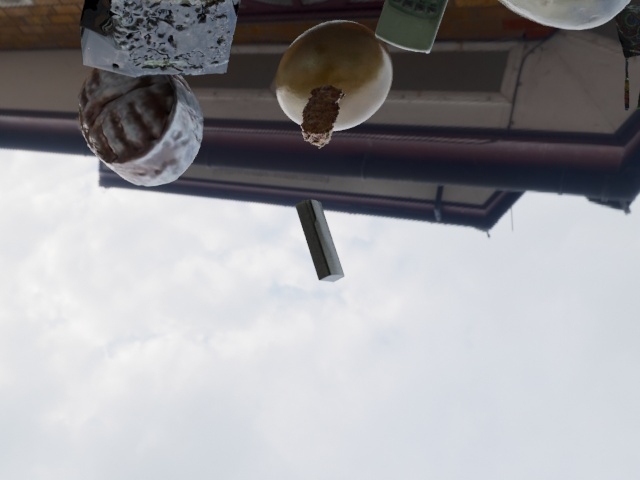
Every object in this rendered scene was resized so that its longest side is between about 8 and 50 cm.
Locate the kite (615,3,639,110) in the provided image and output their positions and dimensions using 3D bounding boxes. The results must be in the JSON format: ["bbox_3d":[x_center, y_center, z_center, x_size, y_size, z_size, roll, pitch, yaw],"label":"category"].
[{"bbox_3d":[0.817,-0.458,1.496,0.152,0.015,0.286,2,-94,8],"label":"kite"}]

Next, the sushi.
[{"bbox_3d":[-0.245,-0.395,0.961,0.227,0.212,0.216,11,-119,-11],"label":"sushi"}]

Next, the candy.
[{"bbox_3d":[-0.346,-0.239,1.131,0.214,0.157,0.290,-38,-121,6],"label":"candy"}]

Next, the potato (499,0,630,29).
[{"bbox_3d":[0.195,-0.276,0.508,0.200,0.137,0.155,35,-63,12],"label":"potato"}]

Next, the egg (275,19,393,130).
[{"bbox_3d":[0.033,-0.441,1.624,0.351,0.282,0.283,-18,-130,42],"label":"egg"}]

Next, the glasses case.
[{"bbox_3d":[0.000,0.000,1.464,0.047,0.070,0.205,-27,-110,27],"label":"glasses case"}]

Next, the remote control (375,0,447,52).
[{"bbox_3d":[0.204,-0.516,1.177,0.123,0.038,0.286,20,-89,6],"label":"remote control"}]

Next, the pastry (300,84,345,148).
[{"bbox_3d":[0.002,-0.267,1.290,0.087,0.063,0.170,7,-130,11],"label":"pastry"}]
